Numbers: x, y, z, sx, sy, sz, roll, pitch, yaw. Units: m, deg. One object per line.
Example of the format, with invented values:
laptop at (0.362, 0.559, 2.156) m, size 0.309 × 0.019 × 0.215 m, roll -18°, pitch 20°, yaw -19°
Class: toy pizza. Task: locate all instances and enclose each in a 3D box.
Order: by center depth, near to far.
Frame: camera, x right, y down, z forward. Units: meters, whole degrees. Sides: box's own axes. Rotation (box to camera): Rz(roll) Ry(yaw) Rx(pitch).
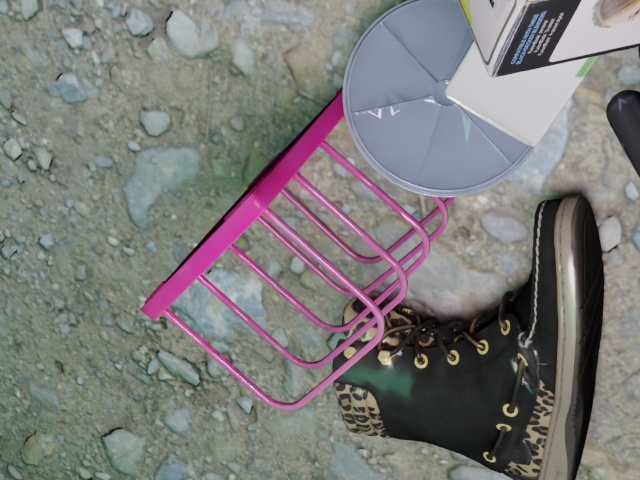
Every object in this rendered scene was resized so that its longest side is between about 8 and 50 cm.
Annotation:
toy pizza at (0.122, -0.141, 1.008) m, size 0.201 × 0.032 × 0.201 m, roll 0°, pitch 87°, yaw 1°

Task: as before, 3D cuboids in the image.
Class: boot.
boot at (0.159, 0.110, 1.140) m, size 0.284 × 0.138 × 0.377 m, roll 10°, pitch 128°, yaw 22°

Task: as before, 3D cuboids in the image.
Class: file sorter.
file sorter at (0.000, 0.000, 1.054) m, size 0.182 × 0.290 × 0.202 m, roll 43°, pitch 129°, yaw -6°

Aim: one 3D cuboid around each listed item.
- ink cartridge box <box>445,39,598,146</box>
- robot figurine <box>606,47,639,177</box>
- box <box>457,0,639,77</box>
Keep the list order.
ink cartridge box at (0.203, -0.205, 0.868) m, size 0.093 × 0.219 × 0.160 m, roll 32°, pitch 129°, yaw 3°
robot figurine at (0.359, -0.126, 0.805) m, size 0.209 × 0.174 × 0.278 m, roll -50°, pitch 48°, yaw 47°
box at (0.226, -0.227, 0.696) m, size 0.087 × 0.290 × 0.169 m, roll 106°, pitch 147°, yaw -66°
